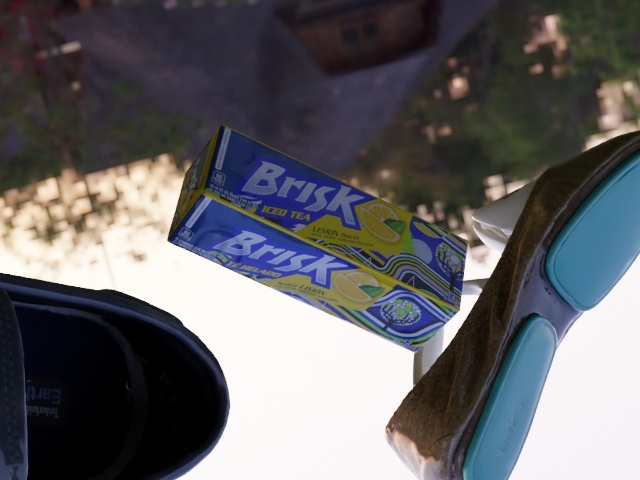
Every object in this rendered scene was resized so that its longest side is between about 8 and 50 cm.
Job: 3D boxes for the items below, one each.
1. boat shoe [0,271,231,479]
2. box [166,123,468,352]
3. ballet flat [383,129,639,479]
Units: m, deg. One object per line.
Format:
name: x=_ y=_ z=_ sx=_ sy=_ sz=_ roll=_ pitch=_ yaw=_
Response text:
boat shoe: x=-0.242 y=0.089 z=1.000 sx=0.156 sy=0.186 sz=0.500 roll=-5 pitch=172 yaw=37
box: x=0.000 y=0.000 z=1.028 sx=0.054 sy=0.169 sz=0.059 roll=-50 pitch=-159 yaw=46
ballet flat: x=0.153 y=0.042 z=1.387 sx=0.124 sy=0.116 sz=0.342 roll=20 pitch=-106 yaw=39
